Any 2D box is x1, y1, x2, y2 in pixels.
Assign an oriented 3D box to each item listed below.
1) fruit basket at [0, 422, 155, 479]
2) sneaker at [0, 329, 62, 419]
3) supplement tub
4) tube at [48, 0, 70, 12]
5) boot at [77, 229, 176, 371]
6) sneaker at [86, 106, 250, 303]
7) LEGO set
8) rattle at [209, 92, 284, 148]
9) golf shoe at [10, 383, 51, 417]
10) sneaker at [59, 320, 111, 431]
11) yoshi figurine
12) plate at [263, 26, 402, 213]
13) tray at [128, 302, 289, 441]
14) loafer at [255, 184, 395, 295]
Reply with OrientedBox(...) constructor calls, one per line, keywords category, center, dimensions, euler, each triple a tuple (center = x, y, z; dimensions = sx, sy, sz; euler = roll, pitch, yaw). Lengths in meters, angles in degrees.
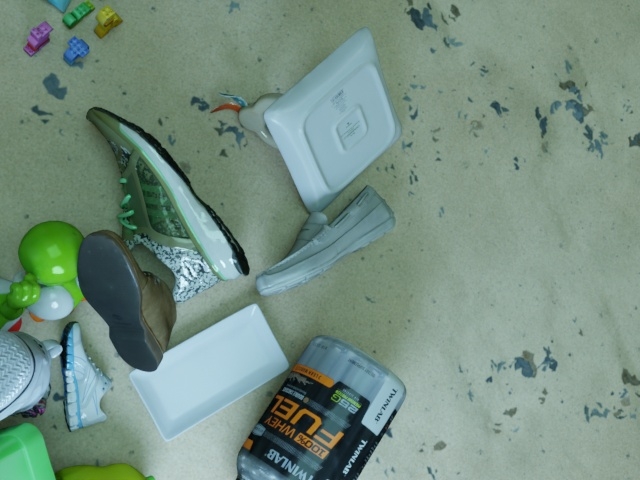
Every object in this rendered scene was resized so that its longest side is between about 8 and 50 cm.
OrientedBox(category="fruit basket", center=(-0.463, 0.475, 1.321), dimensions=(0.392, 0.283, 0.392), euler=(38, 44, -48))
OrientedBox(category="sneaker", center=(-0.558, 0.262, 1.241), dimensions=(0.366, 0.210, 0.137), euler=(-36, 85, 3))
OrientedBox(category="supplement tub", center=(-0.010, 0.357, 1.469), dimensions=(0.207, 0.207, 0.338), euler=(36, 74, -11))
OrientedBox(category="tube", center=(-0.545, -0.503, 1.483), dimensions=(0.207, 0.052, 0.080), euler=(28, 81, -19))
OrientedBox(category="boot", center=(-0.322, 0.083, 1.388), dimensions=(0.112, 0.305, 0.115), euler=(9, 45, 20))
OrientedBox(category="sneaker", center=(-0.312, -0.056, 1.465), dimensions=(0.182, 0.158, 0.410), euler=(-38, 91, -1))
OrientedBox(category="LEGO set", center=(-0.424, -0.403, 1.483), dimensions=(0.087, 0.093, 0.227), euler=(45, 72, -8))
OrientedBox(category="rattle", center=(-0.095, -0.269, 1.591), dimensions=(0.200, 0.130, 0.142), euler=(17, 65, 12))
OrientedBox(category="golf shoe", center=(-0.555, 0.247, 1.387), dimensions=(0.186, 0.067, 0.086), euler=(12, 49, -12))
OrientedBox(category="sneaker", center=(-0.412, 0.234, 1.432), dimensions=(0.083, 0.071, 0.190), euler=(-5, 94, -25))
OrientedBox(category="yoshi figurine", center=(-0.530, 0.068, 1.345), dimensions=(0.362, 0.203, 0.203), euler=(-20, 84, -22))
OrientedBox(category="plate", center=(0.045, -0.219, 1.557), dimensions=(0.277, 0.045, 0.278), euler=(-43, 137, -17))
OrientedBox(category="tray", center=(-0.204, 0.241, 1.513), dimensions=(0.270, 0.030, 0.145), euler=(-29, 92, -19))
OrientedBox(category="loafer", center=(0.000, 0.000, 1.573), dimensions=(0.319, 0.112, 0.111), euler=(-31, 89, -27))
